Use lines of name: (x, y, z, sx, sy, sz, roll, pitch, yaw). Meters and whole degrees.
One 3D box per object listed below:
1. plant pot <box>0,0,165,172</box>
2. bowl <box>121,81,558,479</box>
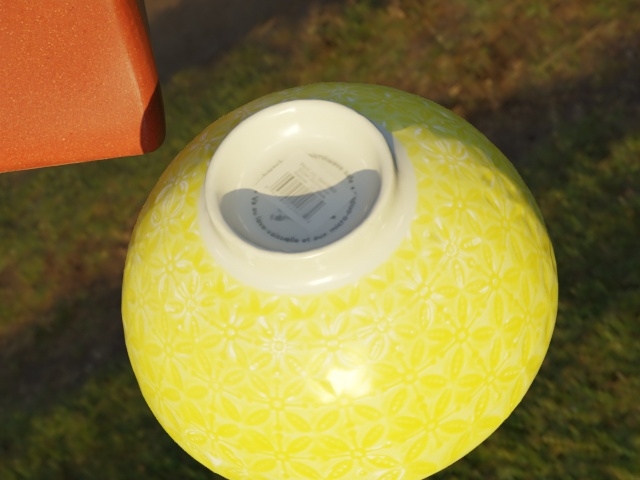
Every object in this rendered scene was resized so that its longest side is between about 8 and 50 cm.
plant pot: (-0.249, -0.208, 1.233, 0.267, 0.236, 0.267, -8, 75, -13)
bowl: (0.000, 0.000, 1.104, 0.290, 0.156, 0.289, -5, 58, 9)
